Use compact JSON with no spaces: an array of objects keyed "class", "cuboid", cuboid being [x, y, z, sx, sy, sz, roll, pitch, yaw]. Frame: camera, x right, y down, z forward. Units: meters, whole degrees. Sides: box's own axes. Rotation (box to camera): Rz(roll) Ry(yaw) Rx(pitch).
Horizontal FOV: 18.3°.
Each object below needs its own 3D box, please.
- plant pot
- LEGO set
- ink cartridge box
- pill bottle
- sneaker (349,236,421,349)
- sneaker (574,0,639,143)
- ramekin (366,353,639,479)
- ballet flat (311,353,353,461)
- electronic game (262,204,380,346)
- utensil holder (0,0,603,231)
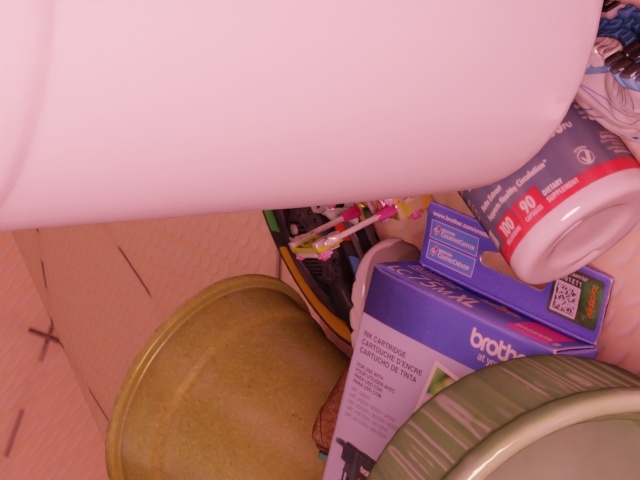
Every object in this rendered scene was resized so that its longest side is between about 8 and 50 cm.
[{"class":"plant pot","cuboid":[-0.022,0.208,1.926,0.254,0.276,0.276,29,145,37]},{"class":"LEGO set","cuboid":[0.024,-0.059,1.616,0.132,0.107,0.287,59,162,13]},{"class":"ink cartridge box","cuboid":[0.096,0.144,1.478,0.186,0.065,0.311,26,107,40]},{"class":"pill bottle","cuboid":[0.127,-0.071,1.310,0.180,0.108,0.108,56,161,22]},{"class":"sneaker","cuboid":[0.115,0.126,1.700,0.115,0.105,0.281,-13,101,37]},{"class":"sneaker","cuboid":[0.198,-0.092,1.174,0.083,0.071,0.190,59,171,-18]},{"class":"ramekin","cuboid":[0.164,0.223,1.336,0.303,0.303,0.148,70,168,-21]},{"class":"ballet flat","cuboid":[0.140,0.156,1.560,0.342,0.116,0.124,17,96,40]},{"class":"electronic game","cuboid":[0.000,0.000,1.867,0.229,0.048,0.229,53,160,29]},{"class":"utensil holder","cuboid":[-0.078,-0.170,1.151,0.327,0.385,0.328,12,104,57]}]
